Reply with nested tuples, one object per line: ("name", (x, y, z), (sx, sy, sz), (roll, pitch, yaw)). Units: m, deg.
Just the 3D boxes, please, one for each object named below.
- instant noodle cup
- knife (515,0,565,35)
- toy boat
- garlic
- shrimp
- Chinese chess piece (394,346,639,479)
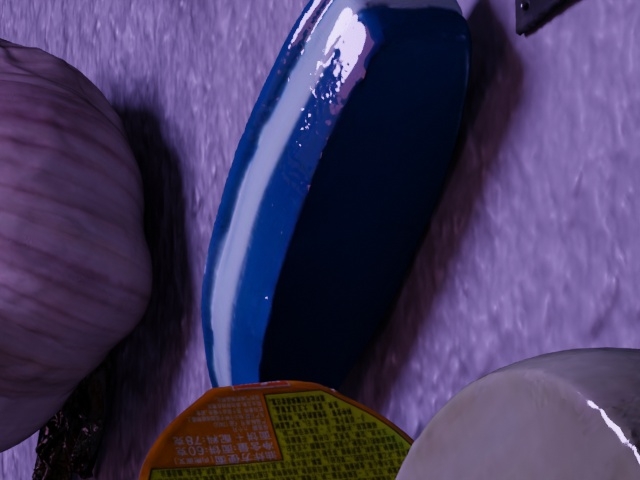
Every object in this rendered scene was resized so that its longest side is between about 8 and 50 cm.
("instant noodle cup", (-0.032, 0.190, 0.986), (0.185, 0.168, 0.168), (112, 151, -45))
("knife", (0.141, -0.162, 0.833), (0.245, 0.019, 0.072), (148, 125, -61))
("toy boat", (0.000, 0.000, 1.014), (0.062, 0.096, 0.299), (55, 136, 42))
("garlic", (-0.263, -0.006, 1.364), (0.317, 0.259, 0.317), (-20, 54, 30))
("shrimp", (-0.186, 0.141, 1.441), (0.091, 0.034, 0.161), (40, 120, 59))
("Chinese chess piece", (0.109, 0.165, 0.735), (0.250, 0.101, 0.250), (-174, 90, -65))
